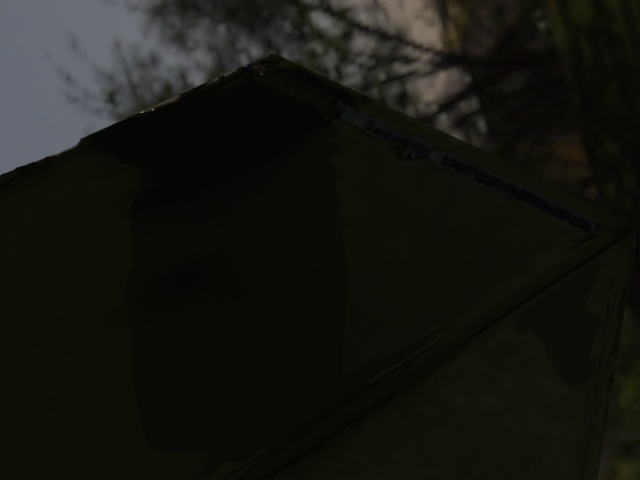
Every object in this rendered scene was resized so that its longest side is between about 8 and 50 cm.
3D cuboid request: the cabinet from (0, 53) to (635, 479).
[{"bbox_3d":[-0.037,0.068,0.522,0.206,0.145,0.150,-29,-45,-40],"label":"cabinet"}]
